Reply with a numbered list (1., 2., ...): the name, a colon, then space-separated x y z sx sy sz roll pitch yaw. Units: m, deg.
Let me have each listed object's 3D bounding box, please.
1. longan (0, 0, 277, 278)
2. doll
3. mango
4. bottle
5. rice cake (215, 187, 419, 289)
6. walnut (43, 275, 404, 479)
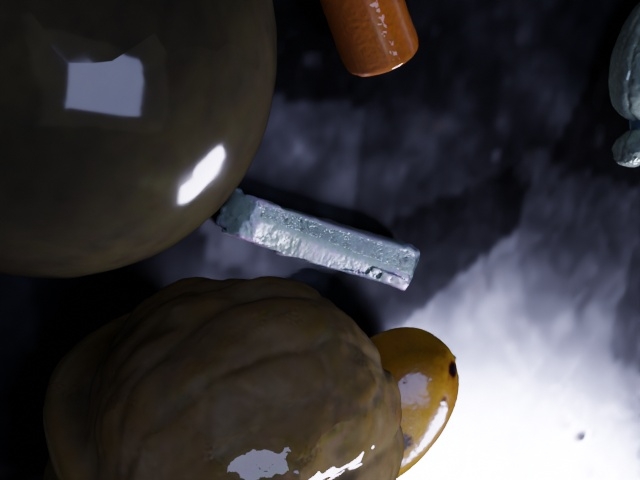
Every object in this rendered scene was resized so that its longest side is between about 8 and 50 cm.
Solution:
1. longan: -0.184 -0.128 1.037 0.319 0.319 0.319 -14 116 -33
2. doll: 0.323 -0.171 1.554 0.103 0.071 0.214 17 90 -48
3. mango: 0.052 0.159 1.464 0.115 0.090 0.178 36 87 -30
4. bottle: 0.023 -0.225 1.304 0.069 0.069 0.187 -35 124 -22
5. rice cake: 0.000 0.000 1.397 0.211 0.034 0.043 17 94 -40
6. walnut: -0.078 0.166 1.259 0.285 0.285 0.296 -1 144 -37
